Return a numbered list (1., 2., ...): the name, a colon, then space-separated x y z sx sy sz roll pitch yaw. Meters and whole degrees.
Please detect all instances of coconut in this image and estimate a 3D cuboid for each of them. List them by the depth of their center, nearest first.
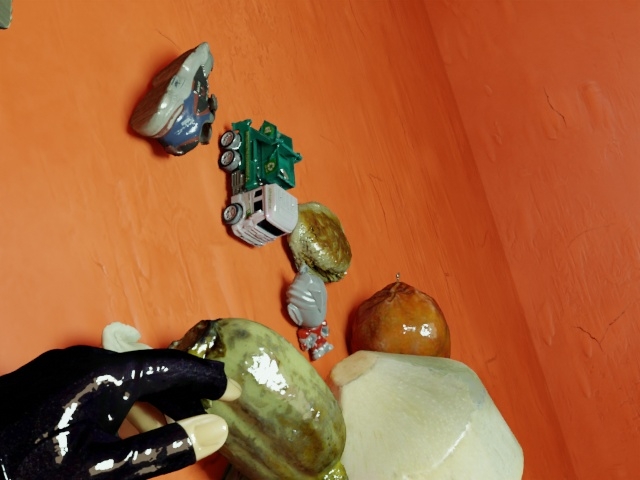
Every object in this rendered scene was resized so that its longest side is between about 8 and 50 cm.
1. coconut: 0.123 0.330 1.073 0.352 0.352 0.353 39 41 -45

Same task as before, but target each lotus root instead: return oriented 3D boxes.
1. lotus root: -0.073 0.231 0.915 0.309 0.173 0.173 50 32 -14

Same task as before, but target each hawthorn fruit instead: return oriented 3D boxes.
1. hawthorn fruit: 0.158 0.165 1.399 0.207 0.207 0.243 47 32 -39

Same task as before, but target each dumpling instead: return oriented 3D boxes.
1. dumpling: -0.214 0.165 0.817 0.169 0.100 0.134 50 4 -21

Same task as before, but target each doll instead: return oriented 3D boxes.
1. doll: -0.018 0.127 1.223 0.094 0.079 0.180 -26 111 -39

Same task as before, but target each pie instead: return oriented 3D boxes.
1. pie: 0.000 0.000 1.328 0.193 0.079 0.163 6 64 -61

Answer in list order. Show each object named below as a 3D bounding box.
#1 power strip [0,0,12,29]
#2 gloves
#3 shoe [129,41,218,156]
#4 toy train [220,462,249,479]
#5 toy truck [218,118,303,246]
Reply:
1. power strip: -0.444 -0.354 0.724 0.257 0.092 0.251 37 34 -46
2. gloves: -0.202 0.174 0.654 0.301 0.197 0.152 8 92 -45
3. shoe: -0.196 -0.210 1.067 0.125 0.099 0.228 46 41 -26
4. toy train: -0.117 0.360 0.925 0.071 0.038 0.148 60 28 -20
5. toy truck: -0.094 -0.107 1.175 0.110 0.116 0.216 33 45 -50
